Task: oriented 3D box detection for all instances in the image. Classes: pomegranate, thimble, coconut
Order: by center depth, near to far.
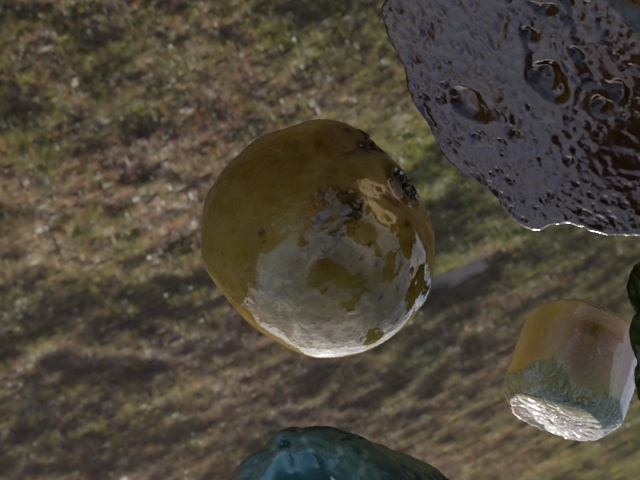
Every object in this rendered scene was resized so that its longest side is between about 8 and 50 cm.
[{"bbox_3d":[0.021,0.263,0.865,0.198,0.235,0.143,-33,145,17],"label":"thimble"},{"bbox_3d":[0.000,0.000,1.180,0.260,0.260,0.260,-23,160,-9],"label":"pomegranate"},{"bbox_3d":[0.294,0.139,1.270,0.152,0.147,0.147,-62,175,-25],"label":"coconut"}]

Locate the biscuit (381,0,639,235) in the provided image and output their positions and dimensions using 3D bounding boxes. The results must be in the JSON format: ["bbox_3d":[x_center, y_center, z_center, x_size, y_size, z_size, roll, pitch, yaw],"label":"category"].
[{"bbox_3d":[0.184,-0.117,0.879,0.257,0.273,0.049,-6,-147,51],"label":"biscuit"}]

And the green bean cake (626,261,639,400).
[{"bbox_3d":[0.412,0.118,0.975,0.250,0.246,0.156,-5,-177,29],"label":"green bean cake"}]
